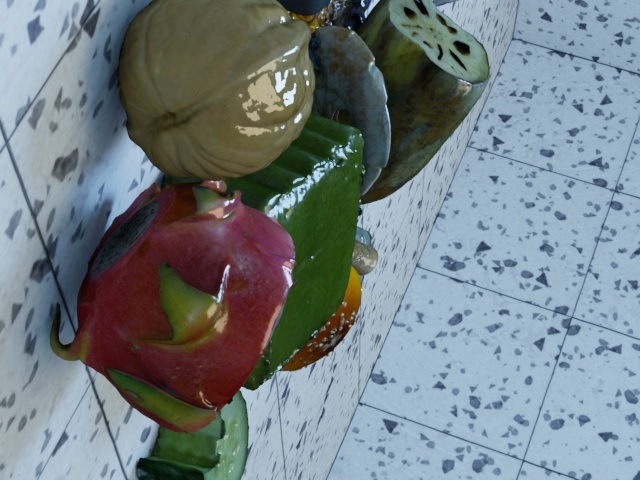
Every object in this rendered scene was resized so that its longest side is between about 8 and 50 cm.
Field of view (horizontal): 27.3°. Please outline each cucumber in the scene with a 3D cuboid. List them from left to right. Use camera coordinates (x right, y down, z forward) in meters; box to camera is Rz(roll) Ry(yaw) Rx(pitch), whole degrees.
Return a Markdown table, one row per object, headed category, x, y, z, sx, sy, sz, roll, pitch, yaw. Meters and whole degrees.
| category | x | y | z | sx | sy | sz | roll | pitch | yaw |
| --- | --- | --- | --- | --- | --- | --- | --- | --- | --- |
| cucumber | -0.185 | 0.312 | 2.027 | 0.191 | 0.130 | 0.191 | 14 | 90 | -79 |

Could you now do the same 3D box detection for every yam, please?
| category | x | y | z | sx | sy | sz | roll | pitch | yaw |
| --- | --- | --- | --- | --- | --- | --- | --- | --- | --- |
| yam | 0.000 | 0.000 | 2.262 | 0.300 | 0.066 | 0.066 | 22 | 86 | -50 |

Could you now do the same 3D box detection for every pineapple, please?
| category | x | y | z | sx | sy | sz | roll | pitch | yaw |
| --- | --- | --- | --- | --- | --- | --- | --- | --- | --- |
| pineapple | 0.002 | -0.356 | 1.998 | 0.225 | 0.076 | 0.224 | 19 | 90 | -80 |

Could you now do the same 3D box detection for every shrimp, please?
| category | x | y | z | sx | sy | sz | roll | pitch | yaw |
| --- | --- | --- | --- | --- | --- | --- | --- | --- | --- |
| shrimp | -0.004 | -0.146 | 1.938 | 0.085 | 0.247 | 0.360 | -17 | 143 | -43 |

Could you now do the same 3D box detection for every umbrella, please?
| category | x | y | z | sx | sy | sz | roll | pitch | yaw |
| --- | --- | --- | --- | --- | --- | --- | --- | --- | --- |
| umbrella | 0.051 | -0.384 | 2.206 | 0.071 | 0.080 | 0.224 | 33 | 69 | -41 |

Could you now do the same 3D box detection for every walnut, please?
| category | x | y | z | sx | sy | sz | roll | pitch | yaw |
| --- | --- | --- | --- | --- | --- | --- | --- | --- | --- |
| walnut | -0.111 | -0.180 | 1.446 | 0.261 | 0.225 | 0.225 | -53 | 158 | -60 |

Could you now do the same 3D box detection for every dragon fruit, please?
| category | x | y | z | sx | sy | sz | roll | pitch | yaw |
| --- | --- | --- | --- | --- | --- | --- | --- | --- | --- |
| dragon fruit | -0.164 | 0.054 | 1.475 | 0.290 | 0.189 | 0.290 | -45 | -155 | 28 |

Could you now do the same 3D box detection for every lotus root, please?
| category | x | y | z | sx | sy | sz | roll | pitch | yaw |
| --- | --- | --- | --- | --- | --- | --- | --- | --- | --- |
| lotus root | 0.089 | -0.207 | 2.074 | 0.346 | 0.250 | 0.250 | -46 | 179 | 25 |

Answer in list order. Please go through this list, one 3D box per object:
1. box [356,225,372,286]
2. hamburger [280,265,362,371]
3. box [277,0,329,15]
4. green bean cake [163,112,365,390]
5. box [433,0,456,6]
| category | x | y | z | sx | sy | sz | roll | pitch | yaw |
| --- | --- | --- | --- | --- | --- | --- | --- | --- | --- |
| box | 0.003 | 0.064 | 2.450 | 0.129 | 0.148 | 0.210 | -9 | 115 | -68 |
| hamburger | -0.038 | 0.114 | 2.129 | 0.246 | 0.170 | 0.246 | -38 | 155 | -22 |
| box | -0.028 | -0.376 | 1.677 | 0.201 | 0.144 | 0.090 | -60 | 167 | -48 |
| green bean cake | -0.094 | -0.007 | 1.806 | 0.319 | 0.218 | 0.335 | -43 | 143 | -51 |
| box | 0.190 | -0.524 | 2.114 | 0.262 | 0.291 | 0.206 | -34 | 123 | -6 |
